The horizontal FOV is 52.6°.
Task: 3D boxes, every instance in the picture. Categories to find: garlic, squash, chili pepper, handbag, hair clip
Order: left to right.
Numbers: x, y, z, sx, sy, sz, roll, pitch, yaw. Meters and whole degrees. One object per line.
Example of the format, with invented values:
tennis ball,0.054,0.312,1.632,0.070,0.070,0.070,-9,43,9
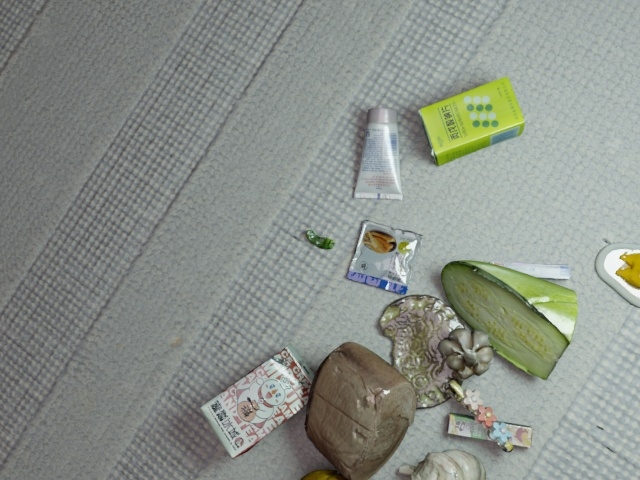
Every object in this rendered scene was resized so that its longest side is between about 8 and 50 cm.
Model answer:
handbag,-0.145,0.419,1.712,0.298,0.151,0.171,-34,81,-2
chili pepper,-0.001,0.001,1.797,0.091,0.034,0.030,25,55,16
garlic,0.280,0.588,1.580,0.212,0.219,0.218,20,86,49
garlic,0.348,0.271,1.566,0.131,0.194,0.127,-14,75,14
hair clip,0.397,0.425,1.590,0.062,0.056,0.214,-29,62,-36
squash,0.432,0.165,1.569,0.309,0.233,0.210,16,53,10

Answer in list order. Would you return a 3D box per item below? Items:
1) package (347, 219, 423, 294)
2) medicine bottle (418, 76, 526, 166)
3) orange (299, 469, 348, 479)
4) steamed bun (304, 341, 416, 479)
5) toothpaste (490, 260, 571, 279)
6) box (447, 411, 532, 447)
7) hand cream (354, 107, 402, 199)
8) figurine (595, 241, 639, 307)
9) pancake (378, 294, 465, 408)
package,0.174,0.044,1.748,0.171,0.027,0.173,15,82,15
medicine bottle,0.393,-0.306,1.694,0.250,0.141,0.137,-19,81,9
orange,0.023,0.693,1.581,0.264,0.264,0.264,-2,81,13
steamed bun,0.110,0.416,1.611,0.251,0.199,0.301,36,113,44
toothpaste,0.533,0.076,1.651,0.196,0.047,0.040,2,86,13
box,0.422,0.473,1.620,0.207,0.041,0.049,7,82,13
hand cream,0.168,-0.235,1.775,0.133,0.083,0.247,6,94,14
figurine,0.796,0.079,1.543,0.250,0.141,0.166,14,86,15
pancake,0.251,0.292,1.693,0.286,0.033,0.288,-34,76,8
